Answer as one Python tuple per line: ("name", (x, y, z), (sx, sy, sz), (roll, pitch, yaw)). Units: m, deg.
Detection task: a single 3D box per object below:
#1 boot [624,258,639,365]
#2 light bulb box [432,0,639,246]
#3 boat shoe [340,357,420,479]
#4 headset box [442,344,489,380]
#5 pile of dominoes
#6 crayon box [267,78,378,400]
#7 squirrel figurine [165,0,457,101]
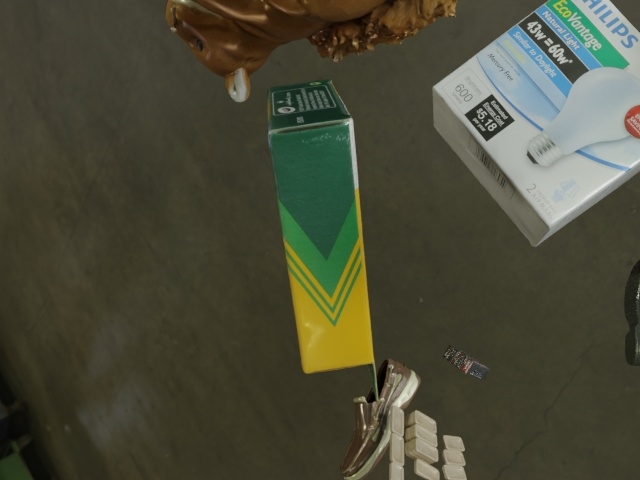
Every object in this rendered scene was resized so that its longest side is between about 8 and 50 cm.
("boot", (0.744, 0.166, 1.295), (0.161, 0.247, 0.083), (8, 161, 9))
("light bulb box", (0.472, -0.244, 1.207), (0.361, 0.225, 0.358), (-37, 76, 3))
("boat shoe", (0.097, 0.346, 1.201), (0.095, 0.257, 0.095), (41, 146, -6))
("headset box", (0.308, 0.259, 1.274), (0.032, 0.062, 0.083), (-60, 36, 3))
("pile of dominoes", (0.191, 0.442, 1.118), (0.196, 0.251, 0.040), (34, 127, -20))
("crayon box", (0.000, 0.000, 0.695), (0.203, 0.083, 0.323), (-102, 3, -65))
("squirrel figurine", (-0.026, -0.339, 0.845), (0.370, 0.396, 0.281), (-35, 53, 54))
